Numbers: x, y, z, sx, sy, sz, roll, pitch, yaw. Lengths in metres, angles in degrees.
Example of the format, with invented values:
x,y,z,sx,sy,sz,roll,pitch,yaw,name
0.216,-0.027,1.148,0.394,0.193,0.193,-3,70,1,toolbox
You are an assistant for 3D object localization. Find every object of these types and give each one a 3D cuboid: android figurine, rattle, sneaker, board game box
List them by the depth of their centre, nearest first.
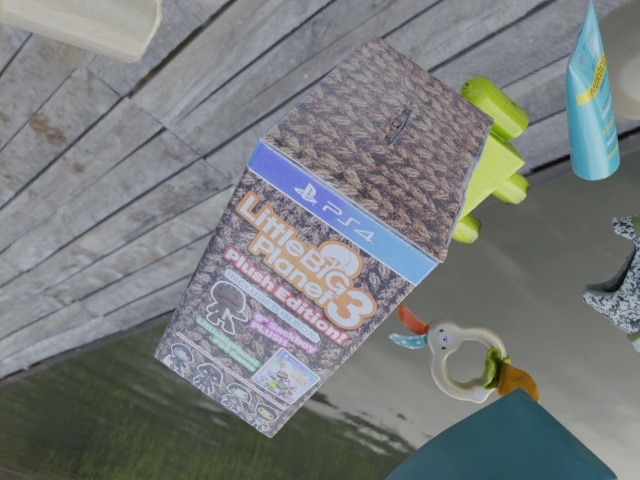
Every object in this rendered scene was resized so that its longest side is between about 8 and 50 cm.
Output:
x,y,z,sx,sy,sz,roll,pitch,yaw,name
0.000,0.000,0.534,0.141,0.232,0.291,35,131,0,board game box
0.130,-0.088,0.704,0.273,0.056,0.248,24,124,-31,android figurine
0.542,-0.008,0.860,0.182,0.158,0.410,31,117,15,sneaker
0.206,0.181,0.864,0.199,0.143,0.130,39,109,-12,rattle

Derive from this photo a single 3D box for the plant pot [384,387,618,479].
x,y,z,sx,sy,sz,roll,pitch,yaw,name
0.184,0.317,0.654,0.234,0.166,0.165,-19,114,-10,plant pot

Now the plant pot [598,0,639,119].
x,y,z,sx,sy,sz,roll,pitch,yaw,name
0.757,-0.415,1.277,0.284,0.191,0.284,2,100,11,plant pot

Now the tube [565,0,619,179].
x,y,z,sx,sy,sz,roll,pitch,yaw,name
0.284,-0.145,0.610,0.052,0.080,0.207,5,153,32,tube

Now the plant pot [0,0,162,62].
x,y,z,sx,sy,sz,roll,pitch,yaw,name
-0.441,-0.487,1.030,0.305,0.334,0.334,19,146,-32,plant pot
